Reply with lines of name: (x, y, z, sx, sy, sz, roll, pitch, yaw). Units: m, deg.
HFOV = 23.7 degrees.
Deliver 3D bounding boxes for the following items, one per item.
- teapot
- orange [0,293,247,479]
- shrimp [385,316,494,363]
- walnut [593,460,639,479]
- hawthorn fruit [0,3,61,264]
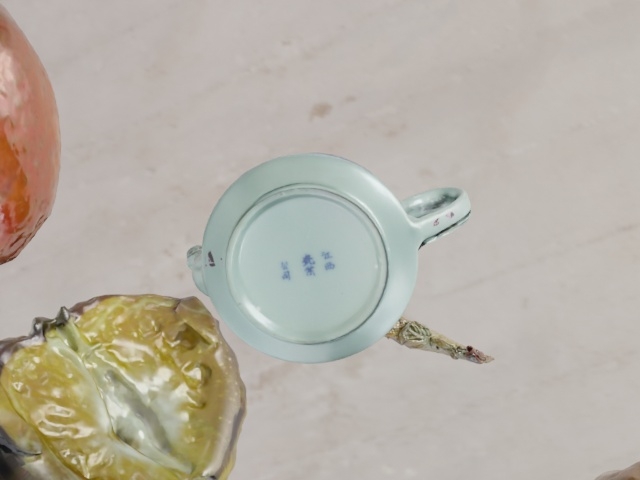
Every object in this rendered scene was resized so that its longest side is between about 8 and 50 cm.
teapot: (0.000, 0.000, 1.157, 0.232, 0.159, 0.159, -13, 77, 8)
orange: (-0.248, 0.225, 1.687, 0.271, 0.368, 0.210, 44, 130, 16)
shrimp: (0.137, 0.124, 1.857, 0.124, 0.178, 0.034, 17, 84, 50)
walnut: (0.375, 0.362, 1.539, 0.308, 0.398, 0.354, 38, 71, 8)
hawthorn fruit: (-0.299, -0.068, 1.186, 0.210, 0.210, 0.262, -8, 112, 28)
